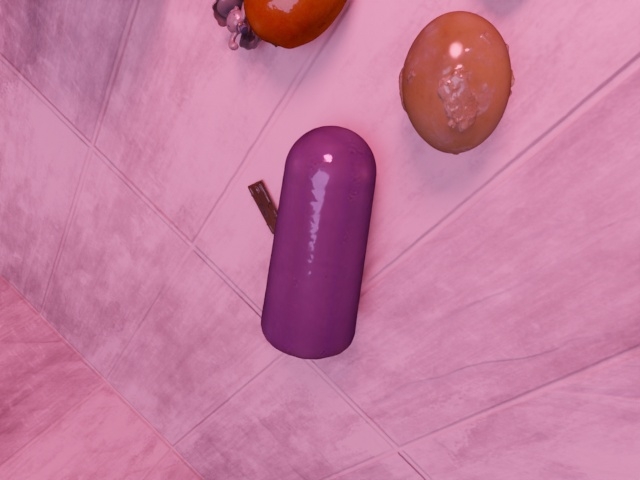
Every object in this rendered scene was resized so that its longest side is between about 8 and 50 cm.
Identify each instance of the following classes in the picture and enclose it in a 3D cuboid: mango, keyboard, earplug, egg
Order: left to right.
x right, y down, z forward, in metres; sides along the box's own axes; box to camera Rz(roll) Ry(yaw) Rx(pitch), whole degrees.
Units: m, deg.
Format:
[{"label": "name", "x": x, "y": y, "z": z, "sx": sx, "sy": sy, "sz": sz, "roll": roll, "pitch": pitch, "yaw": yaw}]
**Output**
[{"label": "keyboard", "x": -0.125, "y": -0.077, "z": 0.956, "sx": 0.049, "sy": 0.015, "sz": 0.129, "roll": -17, "pitch": 106, "yaw": 39}, {"label": "mango", "x": -0.029, "y": -0.416, "z": 0.664, "sx": 0.221, "sy": 0.120, "sz": 0.151, "roll": -29, "pitch": 98, "yaw": 27}, {"label": "earplug", "x": 0.000, "y": 0.000, "z": 0.822, "sx": 0.215, "sy": 0.215, "sz": 0.456, "roll": 18, "pitch": 118, "yaw": 19}, {"label": "egg", "x": 0.201, "y": -0.232, "z": 0.614, "sx": 0.164, "sy": 0.164, "sz": 0.201, "roll": 0, "pitch": 119, "yaw": 28}]

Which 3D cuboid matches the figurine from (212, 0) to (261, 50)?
[{"label": "figurine", "x": -0.145, "y": -0.406, "z": 0.753, "sx": 0.094, "sy": 0.082, "sz": 0.086, "roll": -34, "pitch": 74, "yaw": 44}]
